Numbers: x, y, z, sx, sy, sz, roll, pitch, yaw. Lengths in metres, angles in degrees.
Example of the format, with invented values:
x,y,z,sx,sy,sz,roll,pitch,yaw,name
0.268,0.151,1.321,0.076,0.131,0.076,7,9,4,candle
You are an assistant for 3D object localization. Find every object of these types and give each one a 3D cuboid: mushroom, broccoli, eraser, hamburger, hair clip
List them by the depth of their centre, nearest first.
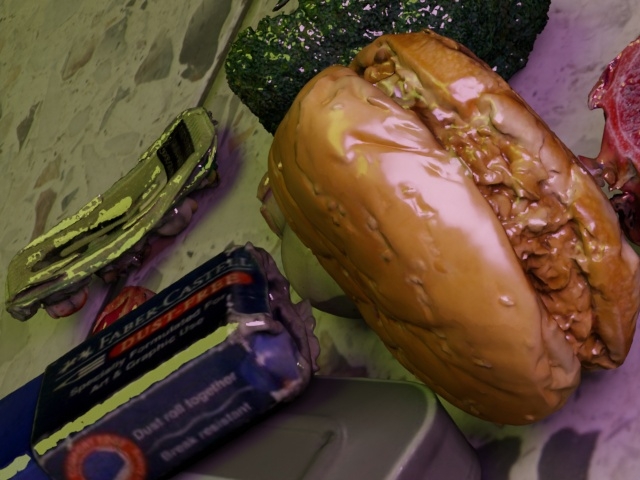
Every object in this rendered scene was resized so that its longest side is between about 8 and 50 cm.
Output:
x,y,z,sx,sy,sz,roll,pitch,yaw,name
0.091,-0.002,0.976,0.158,0.319,0.318,-38,34,-10,hamburger
-0.160,0.136,1.136,0.332,0.102,0.155,-32,25,10,eraser
0.056,-0.209,1.196,0.297,0.297,0.297,-15,85,44,broccoli
-0.001,0.001,1.267,0.088,0.097,0.212,-58,33,18,mushroom
-0.226,-0.015,1.565,0.321,0.091,0.138,-37,30,9,hair clip

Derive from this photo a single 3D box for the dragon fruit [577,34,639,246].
x,y,z,sx,sy,sz,roll,pitch,yaw,name
0.282,-0.084,0.944,0.211,0.147,0.282,-42,40,23,dragon fruit

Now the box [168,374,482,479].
x,y,z,sx,sy,sz,roll,pitch,yaw,name
-0.108,0.273,1.083,0.396,0.111,0.396,-5,39,49,box

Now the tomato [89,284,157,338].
x,y,z,sx,sy,sz,roll,pitch,yaw,name
-0.186,0.140,1.379,0.173,0.099,0.189,-62,23,1,tomato
